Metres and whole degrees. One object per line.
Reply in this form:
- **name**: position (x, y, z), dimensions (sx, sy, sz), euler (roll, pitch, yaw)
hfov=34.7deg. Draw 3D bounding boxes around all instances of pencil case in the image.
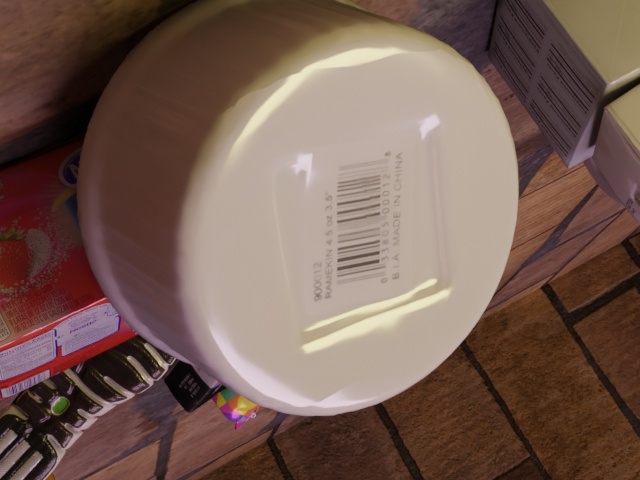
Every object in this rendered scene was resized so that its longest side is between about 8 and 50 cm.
- **pencil case**: position (-0.073, 0.207, 1.682), dimensions (0.236, 0.104, 0.104), euler (-37, 165, 17)

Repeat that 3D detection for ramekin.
- **ramekin**: position (-0.003, -0.022, 0.667), dimensions (0.277, 0.277, 0.135), euler (-25, -152, -23)

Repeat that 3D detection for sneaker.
- **sneaker**: position (-0.263, 0.143, 1.140), dimensions (0.281, 0.106, 0.162), euler (-42, -170, -1)

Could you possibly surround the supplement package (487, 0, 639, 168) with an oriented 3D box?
- **supplement package**: position (0.277, -0.200, 0.925), dimensions (0.194, 0.149, 0.203), euler (-30, 165, -4)

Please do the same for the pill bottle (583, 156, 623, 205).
- **pill bottle**: position (0.512, -0.190, 1.381), dimensions (0.319, 0.176, 0.176), euler (-29, 166, -6)

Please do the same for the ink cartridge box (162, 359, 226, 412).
- **ink cartridge box**: position (-0.006, 0.059, 1.202), dimensions (0.371, 0.069, 0.176), euler (-33, 170, -36)

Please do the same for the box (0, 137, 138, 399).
- **box**: position (-0.151, -0.002, 0.770), dimensions (0.257, 0.122, 0.128), euler (-26, 165, -22)

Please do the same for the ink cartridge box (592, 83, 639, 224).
- **ink cartridge box**: position (0.348, -0.114, 0.867), dimensions (0.218, 0.092, 0.158), euler (-35, 165, 3)

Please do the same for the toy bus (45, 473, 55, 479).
- **toy bus**: position (-0.493, 0.333, 1.227), dimensions (0.333, 0.108, 0.130), euler (-25, 165, -24)
